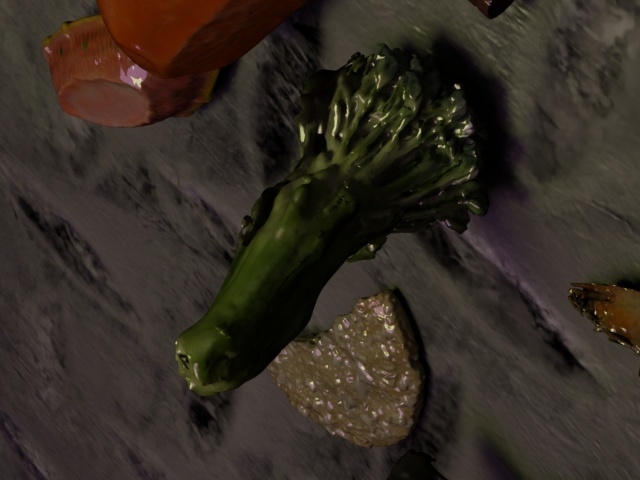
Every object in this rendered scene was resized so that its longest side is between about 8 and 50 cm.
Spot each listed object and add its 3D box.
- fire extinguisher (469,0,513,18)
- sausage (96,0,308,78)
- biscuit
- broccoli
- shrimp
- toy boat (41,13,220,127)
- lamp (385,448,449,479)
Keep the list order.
[{"bbox_3d":[0.080,-0.227,1.238,0.157,0.045,0.078,44,102,12],"label":"fire extinguisher"},{"bbox_3d":[-0.080,-0.224,1.364,0.268,0.153,0.141,-32,76,56],"label":"sausage"},{"bbox_3d":[0.033,0.130,1.631,0.133,0.032,0.250,57,148,0],"label":"biscuit"},{"bbox_3d":[0.001,-0.003,1.308,0.145,0.304,0.165,10,141,50],"label":"broccoli"},{"bbox_3d":[0.268,0.086,1.261,0.236,0.053,0.133,19,152,41],"label":"shrimp"},{"bbox_3d":[-0.176,-0.160,1.623,0.141,0.099,0.318,39,156,-23],"label":"toy boat"},{"bbox_3d":[0.206,0.331,1.389,0.374,0.205,0.272,43,155,-8],"label":"lamp"}]
